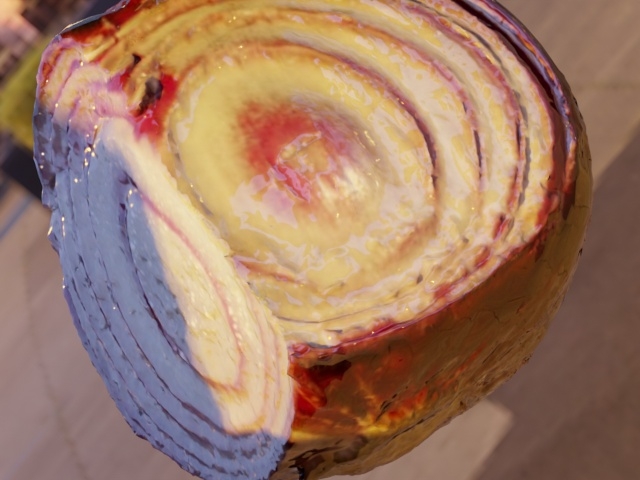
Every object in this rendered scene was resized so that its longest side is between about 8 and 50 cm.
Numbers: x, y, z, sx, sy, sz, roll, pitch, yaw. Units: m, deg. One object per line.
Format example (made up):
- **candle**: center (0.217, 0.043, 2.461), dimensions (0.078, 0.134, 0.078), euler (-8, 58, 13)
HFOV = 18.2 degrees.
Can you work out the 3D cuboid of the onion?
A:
- **onion**: center (0.005, -0.001, 0.873), dimensions (0.207, 0.216, 0.206), euler (-20, -25, -22)
